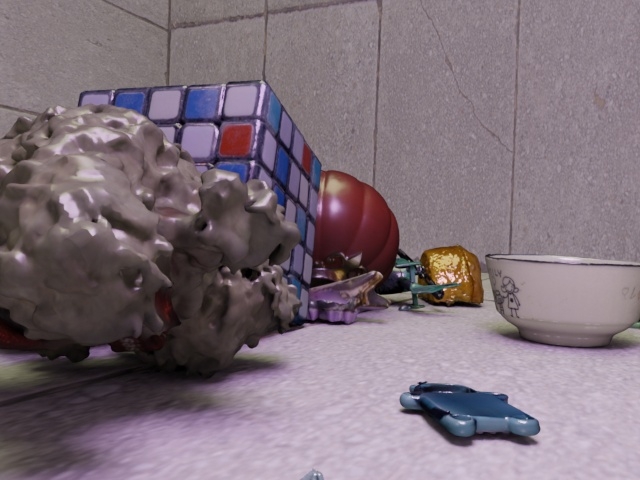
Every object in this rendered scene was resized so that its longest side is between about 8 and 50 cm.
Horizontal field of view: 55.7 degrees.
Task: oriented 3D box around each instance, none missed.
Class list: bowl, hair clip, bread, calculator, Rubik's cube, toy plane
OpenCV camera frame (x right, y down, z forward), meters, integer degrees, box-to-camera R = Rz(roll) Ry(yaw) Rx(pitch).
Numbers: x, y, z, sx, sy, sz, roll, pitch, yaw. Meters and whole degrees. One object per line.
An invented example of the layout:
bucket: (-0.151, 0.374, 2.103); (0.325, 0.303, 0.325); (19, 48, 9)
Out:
bowl: (0.365, 0.086, 0.903); (0.238, 0.126, 0.238); (2, 0, 0)
hair clip: (-0.030, 0.099, 1.023); (0.292, 0.084, 0.106); (-3, 2, 11)
bread: (0.295, 0.082, 1.406); (0.143, 0.139, 0.229); (-6, 0, -3)
calculator: (0.114, 0.134, 0.492); (0.094, 0.019, 0.141); (2, -1, -9)
Rubik's cube: (-0.177, -0.039, 0.895); (0.287, 0.292, 0.292); (1, -13, 15)
toy plane: (0.165, 0.078, 1.311); (0.155, 0.106, 0.382); (-9, 6, -8)

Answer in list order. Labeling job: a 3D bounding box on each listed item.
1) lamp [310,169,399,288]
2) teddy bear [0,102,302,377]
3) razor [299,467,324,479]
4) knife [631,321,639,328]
lamp: (0.000, 0.000, 1.159); (0.303, 0.257, 0.303); (3, -38, 2)
teddy bear: (-0.155, 0.046, 0.541); (0.357, 0.224, 0.368); (-20, -36, 32)
razor: (-0.068, 0.125, 0.258); (0.135, 0.040, 0.068); (-5, -3, 20)
knife: (0.612, 0.149, 1.023); (0.054, 0.015, 0.212); (1, 1, -44)
